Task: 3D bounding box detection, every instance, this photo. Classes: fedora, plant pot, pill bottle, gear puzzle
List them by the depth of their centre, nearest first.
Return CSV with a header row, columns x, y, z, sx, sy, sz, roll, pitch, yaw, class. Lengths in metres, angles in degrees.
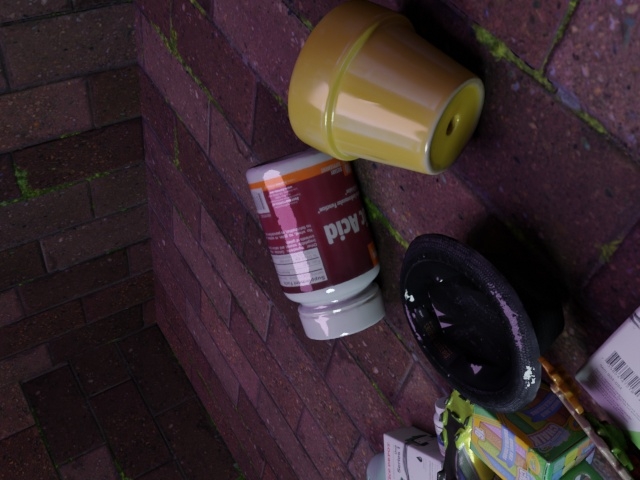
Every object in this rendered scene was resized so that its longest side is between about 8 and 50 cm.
x,y,z,sx,sy,sz,roll,pitch,yaw,class
0.406,0.273,0.947,0.339,0.044,0.175,48,-171,-19,gear puzzle
0.118,-0.225,1.071,0.239,0.254,0.254,31,139,26,plant pot
0.277,0.113,1.103,0.334,0.153,0.334,47,149,41,fedora
0.277,0.394,1.417,0.067,0.067,0.120,16,124,57,pill bottle
0.000,0.000,1.454,0.224,0.224,0.392,2,111,61,pill bottle

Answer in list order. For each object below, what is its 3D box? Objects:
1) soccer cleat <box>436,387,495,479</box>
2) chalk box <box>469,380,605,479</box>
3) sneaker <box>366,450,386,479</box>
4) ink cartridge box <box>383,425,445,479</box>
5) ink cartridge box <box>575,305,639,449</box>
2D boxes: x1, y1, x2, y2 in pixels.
x,y,z,sx,sy,sz,roll,pitch,yaw,class
0.307,0.410,1.350,0.093,0.121,0.289,-158,72,-64,soccer cleat
0.375,0.347,1.129,0.213,0.132,0.132,36,140,45,chalk box
0.168,0.662,1.704,0.151,0.094,0.255,137,147,-62,sneaker
0.241,0.536,1.527,0.219,0.093,0.160,2,95,61,ink cartridge box
0.473,0.157,0.819,0.198,0.115,0.273,53,150,27,ink cartridge box
